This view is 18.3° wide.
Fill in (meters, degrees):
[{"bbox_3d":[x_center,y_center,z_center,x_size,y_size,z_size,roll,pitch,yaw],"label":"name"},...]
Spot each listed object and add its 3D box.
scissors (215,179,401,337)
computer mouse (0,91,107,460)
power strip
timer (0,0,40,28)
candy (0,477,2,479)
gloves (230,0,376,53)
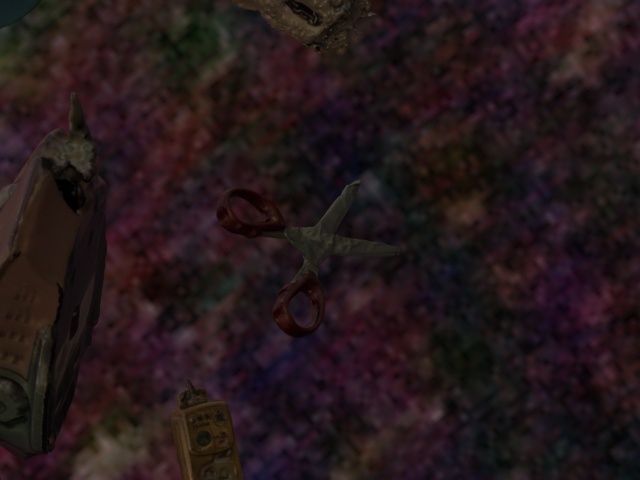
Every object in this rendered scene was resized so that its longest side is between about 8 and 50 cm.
[{"bbox_3d":[0.000,0.000,1.797,0.017,0.144,0.248,-31,-4,30],"label":"scissors"},{"bbox_3d":[-0.254,0.033,1.687,0.199,0.115,0.389,-80,0,-51],"label":"computer mouse"},{"bbox_3d":[-0.112,0.302,2.200,0.064,0.305,0.044,-11,1,-23],"label":"power strip"},{"bbox_3d":[-0.281,-0.227,1.265,0.250,0.091,0.231,-16,59,30],"label":"timer"},{"bbox_3d":[-0.346,0.198,1.706,0.132,0.142,0.343,-39,51,5],"label":"candy"},{"bbox_3d":[-0.020,-0.220,1.537,0.114,0.153,0.070,-53,20,7],"label":"gloves"}]
